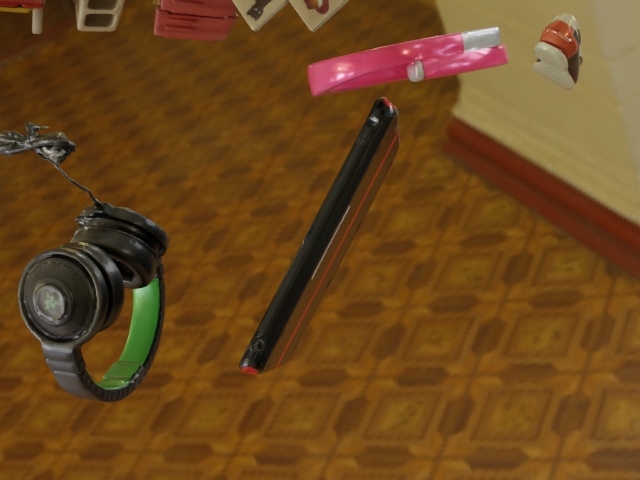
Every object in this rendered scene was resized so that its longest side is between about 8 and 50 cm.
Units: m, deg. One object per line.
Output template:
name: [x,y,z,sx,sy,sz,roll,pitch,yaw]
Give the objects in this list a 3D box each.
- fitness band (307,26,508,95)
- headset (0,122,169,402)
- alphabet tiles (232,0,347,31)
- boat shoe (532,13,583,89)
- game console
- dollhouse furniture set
fitness band: [0.121,-0.237,1.725,0.291,0.054,0.209,-14,6,-37]
headset: [-0.327,0.032,1.730,0.185,0.394,0.243,6,34,22]
alphabet tiles: [0.005,-0.421,1.537,0.342,0.011,0.285,-41,63,14]
boat shoe: [0.242,-0.188,1.293,0.049,0.137,0.043,28,87,16]
game console: [0.000,0.000,1.732,0.386,0.060,0.342,-63,-6,-1]
dollhouse furniture set: [-0.296,-0.407,1.788,0.374,0.201,0.152,1,-19,-16]
